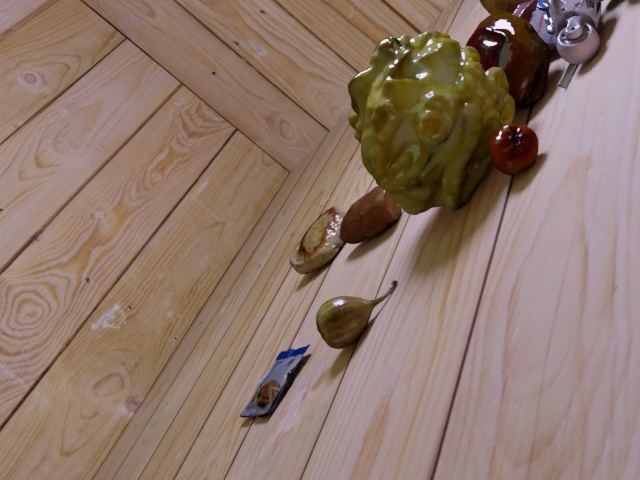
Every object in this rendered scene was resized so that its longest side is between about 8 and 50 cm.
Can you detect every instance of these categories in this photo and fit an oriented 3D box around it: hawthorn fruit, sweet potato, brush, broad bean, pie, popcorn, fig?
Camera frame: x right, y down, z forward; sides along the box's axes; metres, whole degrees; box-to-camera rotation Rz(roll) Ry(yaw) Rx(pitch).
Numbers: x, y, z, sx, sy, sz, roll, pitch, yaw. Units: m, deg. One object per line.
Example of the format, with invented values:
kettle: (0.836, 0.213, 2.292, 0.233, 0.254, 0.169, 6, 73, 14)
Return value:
hawthorn fruit: (0.314, -0.143, 1.446, 0.081, 0.081, 0.093, -53, -20, -15)
sweet potato: (0.109, -0.048, 2.010, 0.097, 0.097, 0.251, -57, 6, -33)
brush: (0.442, -0.297, 1.587, 0.083, 0.016, 0.013, -57, -2, -35)
broad bean: (0.358, -0.345, 1.708, 0.156, 0.122, 0.228, -53, 34, 31)
pie: (0.000, 0.000, 2.318, 0.205, 0.084, 0.179, -31, 22, 56)
popcorn: (0.190, -0.208, 1.612, 0.312, 0.312, 0.312, -49, 10, 11)
fig: (0.059, 0.116, 1.587, 0.166, 0.093, 0.093, -49, 9, 4)

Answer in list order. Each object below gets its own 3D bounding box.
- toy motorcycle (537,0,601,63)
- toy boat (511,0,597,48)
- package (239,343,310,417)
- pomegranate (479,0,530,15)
toy motorcycle: (0.458, -0.418, 1.615, 0.112, 0.112, 0.254, -44, 35, 34)
toy boat: (0.467, -0.423, 1.747, 0.206, 0.096, 0.282, -59, 18, -1)
package: (-0.094, 0.290, 1.823, 0.173, 0.027, 0.171, -59, 12, -24)
pomegranate: (0.455, -0.604, 1.951, 0.260, 0.260, 0.260, -49, 10, 11)
